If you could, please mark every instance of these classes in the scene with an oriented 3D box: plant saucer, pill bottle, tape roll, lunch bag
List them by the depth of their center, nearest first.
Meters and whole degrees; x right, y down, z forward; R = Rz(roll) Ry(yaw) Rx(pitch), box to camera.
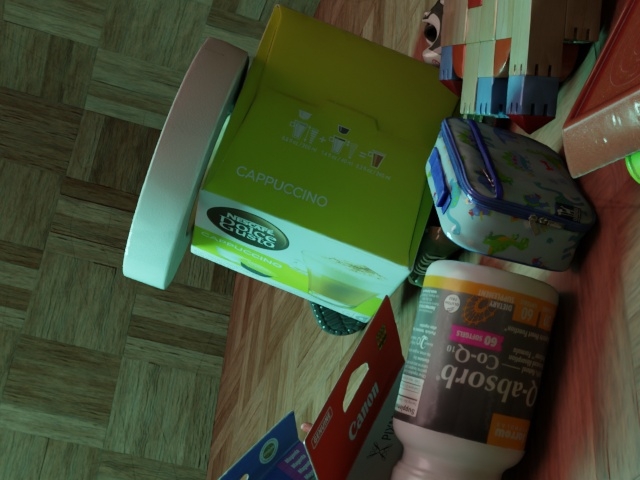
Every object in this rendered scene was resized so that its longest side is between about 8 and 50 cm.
[{"bbox_3d":[0.339,-0.202,1.051,0.258,0.047,0.259,-61,8,-15],"label":"plant saucer"},{"bbox_3d":[0.174,0.173,1.263,0.162,0.162,0.279,170,113,-77],"label":"pill bottle"},{"bbox_3d":[0.218,-0.060,1.295,0.219,0.176,0.090,-94,22,-58],"label":"lunch bag"},{"bbox_3d":[-0.204,-0.116,1.670,0.392,0.072,0.392,-159,90,-87],"label":"tape roll"}]

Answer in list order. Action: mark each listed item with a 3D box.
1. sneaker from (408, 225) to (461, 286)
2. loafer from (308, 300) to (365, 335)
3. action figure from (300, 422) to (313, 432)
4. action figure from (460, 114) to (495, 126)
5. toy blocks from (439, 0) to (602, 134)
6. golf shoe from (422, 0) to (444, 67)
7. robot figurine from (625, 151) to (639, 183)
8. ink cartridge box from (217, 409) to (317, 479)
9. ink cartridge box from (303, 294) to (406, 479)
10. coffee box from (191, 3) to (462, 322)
[{"bbox_3d":[0.173,0.031,1.665,0.192,0.064,0.086,146,140,-82],"label":"sneaker"},{"bbox_3d":[0.000,0.000,2.050,0.130,0.133,0.366,-77,-24,-66],"label":"loafer"},{"bbox_3d":[-0.037,0.417,2.012,0.280,0.139,0.092,-141,65,-74],"label":"action figure"},{"bbox_3d":[0.229,-0.130,1.597,0.137,0.063,0.232,-177,98,-80],"label":"action figure"},{"bbox_3d":[0.257,-0.275,1.446,0.381,0.190,0.261,-154,66,-73],"label":"toy blocks"},{"bbox_3d":[0.219,-0.377,1.742,0.273,0.120,0.105,-86,-22,-46],"label":"golf shoe"},{"bbox_3d":[0.338,-0.087,1.040,0.115,0.067,0.101,151,122,-74],"label":"robot figurine"},{"bbox_3d":[-0.104,0.487,1.697,0.324,0.071,0.330,-41,-40,-34],"label":"ink cartridge box"},{"bbox_3d":[0.084,0.243,1.341,0.275,0.060,0.239,-57,-39,-45],"label":"ink cartridge box"},{"bbox_3d":[0.007,-0.113,1.759,0.334,0.337,0.338,119,172,-71],"label":"coffee box"}]
